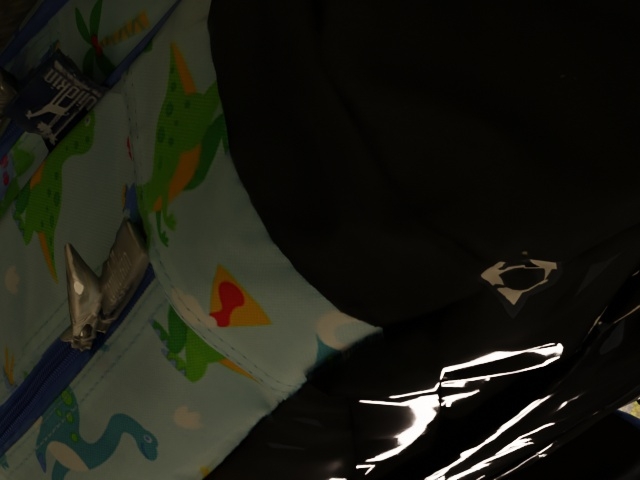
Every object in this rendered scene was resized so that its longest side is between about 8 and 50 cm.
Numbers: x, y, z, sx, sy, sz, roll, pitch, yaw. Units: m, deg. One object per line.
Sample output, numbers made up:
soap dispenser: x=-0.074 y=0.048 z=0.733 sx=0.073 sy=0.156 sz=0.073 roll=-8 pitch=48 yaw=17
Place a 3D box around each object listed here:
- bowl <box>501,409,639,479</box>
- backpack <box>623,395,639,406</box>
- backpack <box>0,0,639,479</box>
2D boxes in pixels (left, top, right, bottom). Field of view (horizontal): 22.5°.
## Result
bowl: x=0.004 y=0.140 z=0.864 sx=0.391 sy=0.077 sz=0.391 roll=-1 pitch=-174 yaw=0
backpack: x=0.187 y=0.013 z=1.300 sx=0.225 sy=0.191 sz=0.253 roll=-29 pitch=-149 yaw=30
backpack: x=0.000 y=0.000 z=0.575 sx=0.290 sy=0.273 sz=0.355 roll=-24 pitch=155 yaw=-41
